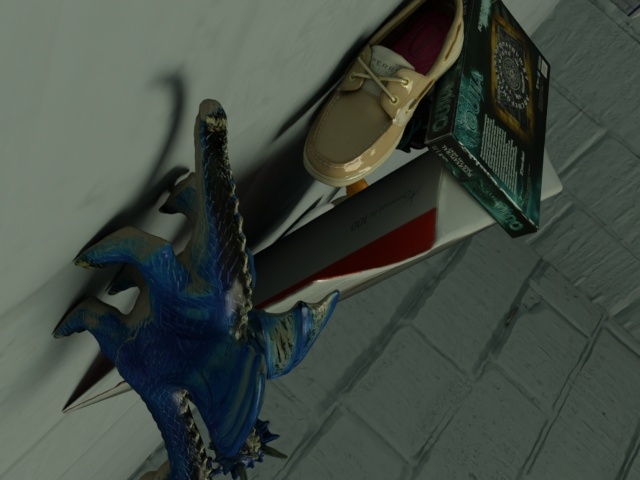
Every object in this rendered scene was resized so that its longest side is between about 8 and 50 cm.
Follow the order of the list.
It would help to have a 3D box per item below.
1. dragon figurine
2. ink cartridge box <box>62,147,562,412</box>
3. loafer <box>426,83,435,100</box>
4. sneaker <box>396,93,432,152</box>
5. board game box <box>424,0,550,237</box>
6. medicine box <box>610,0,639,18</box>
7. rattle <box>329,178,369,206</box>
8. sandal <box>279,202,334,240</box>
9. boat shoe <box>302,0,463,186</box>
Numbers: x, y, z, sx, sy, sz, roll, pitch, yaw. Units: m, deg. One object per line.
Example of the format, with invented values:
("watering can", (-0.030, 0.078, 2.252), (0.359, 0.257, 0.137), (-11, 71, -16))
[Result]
("dragon figurine", (-0.049, 0.048, 0.421), (0.085, 0.144, 0.289), (-45, 175, -46))
("ink cartridge box", (-0.004, 0.012, 0.712), (0.308, 0.091, 0.385), (-29, 172, 38))
("loafer", (0.105, -0.159, 0.908), (0.170, 0.062, 0.061), (-34, 128, -49))
("sneaker", (0.058, -0.101, 0.662), (0.065, 0.076, 0.166), (-52, 175, 31))
("board game box", (0.139, -0.112, 0.656), (0.026, 0.126, 0.186), (-18, -136, 39))
("medicine box", (0.368, -0.383, 0.800), (0.263, 0.149, 0.289), (-49, 177, 12))
("rattle", (0.000, 0.000, 1.159), (0.199, 0.130, 0.143), (-22, 171, 13))
("sandal", (-0.051, 0.056, 1.037), (0.265, 0.076, 0.102), (-46, 176, -35))
("boat shoe", (0.044, -0.112, 0.563), (0.170, 0.063, 0.059), (-54, 166, -22))
